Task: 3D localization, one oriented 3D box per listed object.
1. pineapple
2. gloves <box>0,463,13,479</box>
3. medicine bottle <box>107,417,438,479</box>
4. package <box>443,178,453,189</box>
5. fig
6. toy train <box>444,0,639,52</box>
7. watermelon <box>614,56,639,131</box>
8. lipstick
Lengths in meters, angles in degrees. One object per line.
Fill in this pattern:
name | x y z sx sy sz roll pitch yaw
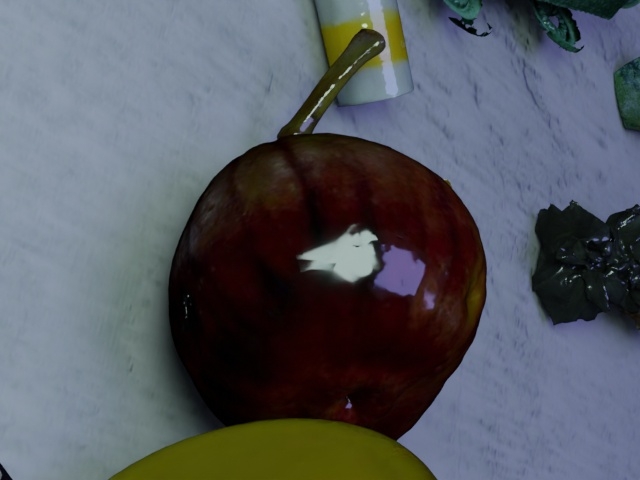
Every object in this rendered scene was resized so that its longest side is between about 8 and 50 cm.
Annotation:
pineapple | 0.280 0.028 1.246 0.237 0.111 0.119 17 41 -40
gloves | -0.251 0.120 0.552 0.312 0.135 0.210 10 87 -47
medicine bottle | -0.003 0.308 0.759 0.224 0.224 0.384 -42 126 -45
package | 0.056 0.012 1.009 0.131 0.047 0.071 -40 115 -47
fig | -0.013 0.006 0.852 0.186 0.249 0.203 -9 138 -21
toy train | 0.163 -0.261 1.135 0.307 0.126 0.189 1 54 -51
watermelon | 0.325 -0.143 1.359 0.092 0.072 0.084 21 79 -8
lipstick | 0.012 -0.228 0.968 0.059 0.059 0.263 -25 106 -49
